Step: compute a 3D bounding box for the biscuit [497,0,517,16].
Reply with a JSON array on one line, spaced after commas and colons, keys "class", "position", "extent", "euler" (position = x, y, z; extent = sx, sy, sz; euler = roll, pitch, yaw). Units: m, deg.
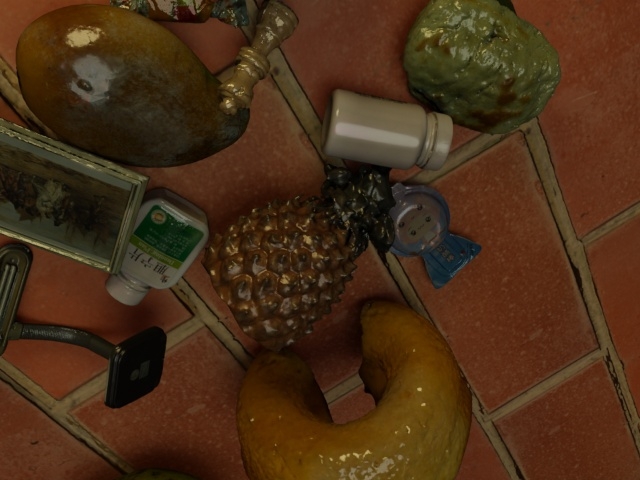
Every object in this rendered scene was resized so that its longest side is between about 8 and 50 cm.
[{"class": "biscuit", "position": [0.253, -0.345, 0.935], "extent": [0.099, 0.038, 0.322], "euler": [-37, 122, 1]}]

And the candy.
[{"class": "candy", "position": [-0.186, -0.316, 0.812], "extent": [0.182, 0.046, 0.053], "euler": [1, 121, -12]}]

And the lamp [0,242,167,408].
[{"class": "lamp", "position": [-0.383, 0.125, 0.952], "extent": [0.283, 0.124, 0.203], "euler": [18, 108, 7]}]

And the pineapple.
[{"class": "pineapple", "position": [0.001, 0.001, 0.964], "extent": [0.357, 0.223, 0.223], "euler": [-37, 123, -7]}]

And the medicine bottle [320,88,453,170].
[{"class": "medicine bottle", "position": [0.100, -0.166, 0.930], "extent": [0.186, 0.103, 0.103], "euler": [9, 116, -9]}]

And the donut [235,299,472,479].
[{"class": "donut", "position": [0.061, 0.285, 1.037], "extent": [0.435, 0.378, 0.164], "euler": [-22, 123, -10]}]

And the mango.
[{"class": "mango", "position": [-0.239, -0.195, 0.812], "extent": [0.316, 0.146, 0.193], "euler": [14, 116, -41]}]

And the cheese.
[{"class": "cheese", "position": [0.189, -0.012, 1.090], "extent": [0.135, 0.052, 0.244], "euler": [-43, 121, 9]}]

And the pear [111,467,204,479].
[{"class": "pear", "position": [-0.302, 0.634, 1.117], "extent": [0.390, 0.391, 0.391], "euler": [-7, 120, -13]}]

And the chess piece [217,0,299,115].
[{"class": "chess piece", "position": [-0.091, -0.245, 0.826], "extent": [0.060, 0.060, 0.172], "euler": [35, 71, -30]}]

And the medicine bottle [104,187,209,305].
[{"class": "medicine bottle", "position": [-0.264, 0.015, 0.957], "extent": [0.119, 0.069, 0.183], "euler": [33, 106, -25]}]

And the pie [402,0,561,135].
[{"class": "pie", "position": [0.235, -0.252, 0.923], "extent": [0.247, 0.090, 0.201], "euler": [28, 132, -15]}]

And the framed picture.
[{"class": "framed picture", "position": [-0.389, -0.060, 0.832], "extent": [0.274, 0.017, 0.217], "euler": [21, 132, -11]}]
